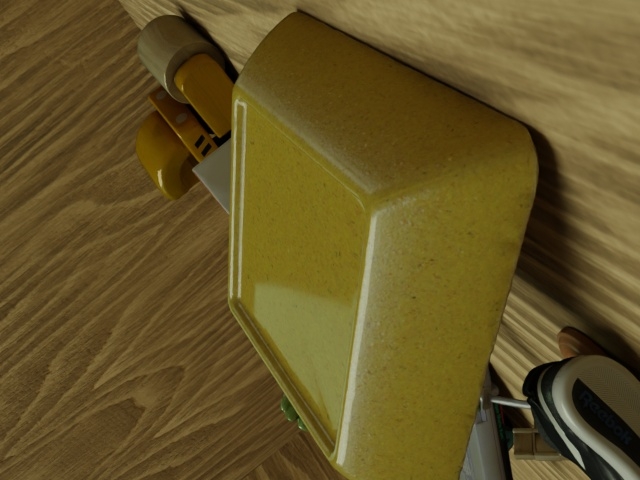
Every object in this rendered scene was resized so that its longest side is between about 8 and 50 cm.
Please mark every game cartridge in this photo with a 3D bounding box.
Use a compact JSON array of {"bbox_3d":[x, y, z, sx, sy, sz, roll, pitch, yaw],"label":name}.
[{"bbox_3d":[0.242,0.304,1.194,0.230,0.068,0.355,36,146,58],"label":"game cartridge"}]

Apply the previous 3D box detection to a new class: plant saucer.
[{"bbox_3d":[0.232,0.110,0.578,0.083,0.013,0.083,50,176,4],"label":"plant saucer"},{"bbox_3d":[0.002,0.016,0.560,0.333,0.081,0.332,46,139,49],"label":"plant saucer"}]

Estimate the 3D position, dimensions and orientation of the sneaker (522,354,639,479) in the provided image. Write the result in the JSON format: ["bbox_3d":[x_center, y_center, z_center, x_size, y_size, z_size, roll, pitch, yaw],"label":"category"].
[{"bbox_3d":[0.247,0.178,0.530,0.217,0.079,0.121,54,172,6],"label":"sneaker"}]

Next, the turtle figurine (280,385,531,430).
[{"bbox_3d":[0.081,0.152,0.744,0.198,0.266,0.274,-5,-128,-44],"label":"turtle figurine"}]

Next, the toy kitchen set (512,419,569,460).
[{"bbox_3d":[0.262,0.209,0.788,0.075,0.083,0.068,56,-145,-47],"label":"toy kitchen set"}]

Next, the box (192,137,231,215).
[{"bbox_3d":[0.000,0.000,1.016,0.345,0.168,0.215,50,176,21],"label":"box"}]

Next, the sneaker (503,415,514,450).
[{"bbox_3d":[0.288,0.349,1.427,0.341,0.140,0.125,6,110,59],"label":"sneaker"}]

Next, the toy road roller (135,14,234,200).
[{"bbox_3d":[-0.259,-0.228,1.291,0.202,0.241,0.329,47,174,39],"label":"toy road roller"}]
